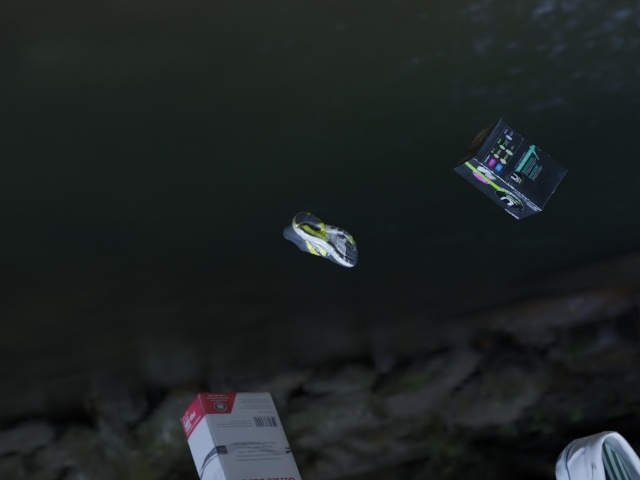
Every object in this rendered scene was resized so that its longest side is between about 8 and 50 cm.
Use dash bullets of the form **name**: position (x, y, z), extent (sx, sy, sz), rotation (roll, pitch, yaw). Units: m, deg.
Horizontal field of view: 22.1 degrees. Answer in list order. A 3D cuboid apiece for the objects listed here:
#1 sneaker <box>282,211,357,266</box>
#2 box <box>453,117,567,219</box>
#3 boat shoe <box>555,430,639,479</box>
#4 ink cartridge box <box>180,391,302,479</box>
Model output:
- **sneaker**: position (0.000, 0.000, 1.568), extent (0.083, 0.031, 0.035), rotation (35, 146, -26)
- **box**: position (0.181, -0.068, 1.563), extent (0.052, 0.083, 0.062), rotation (-55, -173, -14)
- **boat shoe**: position (0.271, 0.267, 1.376), extent (0.083, 0.226, 0.076), rotation (-26, 168, -25)
- **ink cartridge box**: position (-0.088, 0.241, 1.839), extent (0.099, 0.135, 0.056), rotation (4, 139, -33)
